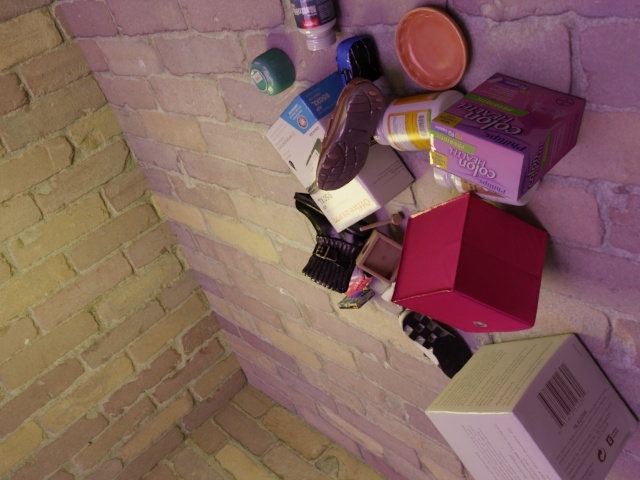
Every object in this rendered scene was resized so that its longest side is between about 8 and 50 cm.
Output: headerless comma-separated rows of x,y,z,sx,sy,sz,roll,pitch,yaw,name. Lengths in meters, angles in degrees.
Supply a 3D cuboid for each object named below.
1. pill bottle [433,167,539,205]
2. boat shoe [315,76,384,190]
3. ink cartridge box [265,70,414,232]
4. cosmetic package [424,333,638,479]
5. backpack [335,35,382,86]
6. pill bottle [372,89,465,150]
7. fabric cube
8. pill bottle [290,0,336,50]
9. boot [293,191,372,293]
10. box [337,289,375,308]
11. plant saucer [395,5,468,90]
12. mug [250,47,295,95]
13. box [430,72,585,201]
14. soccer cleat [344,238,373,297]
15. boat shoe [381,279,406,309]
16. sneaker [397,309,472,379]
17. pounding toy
0.392,-0.165,1.415,0.229,0.131,0.131,17,137,46,pill bottle
0.068,-0.277,1.555,0.324,0.123,0.116,-62,30,31,boat shoe
0.051,-0.252,1.775,0.395,0.166,0.285,53,152,-4,ink cartridge box
0.591,0.507,1.696,0.327,0.329,0.393,53,153,-4,cosmetic package
0.088,-0.469,1.544,0.101,0.098,0.120,27,144,44,backpack
0.243,-0.294,1.478,0.245,0.136,0.136,8,130,52,pill bottle
0.371,0.070,1.487,0.258,0.259,0.254,23,160,-23,fabric cube
-0.017,-0.597,1.538,0.108,0.108,0.180,21,140,43,pill bottle
-0.002,0.000,2.033,0.348,0.131,0.260,34,108,36,boot
0.136,0.228,2.283,0.027,0.094,0.137,58,152,-12,box
0.263,-0.448,1.377,0.200,0.037,0.200,35,148,26,plant saucer
-0.157,-0.510,1.852,0.129,0.097,0.158,35,147,28,mug
0.387,-0.225,1.238,0.213,0.243,0.117,31,146,34,box
0.144,0.123,2.127,0.116,0.108,0.318,49,151,32,soccer cleat
0.292,0.151,1.955,0.103,0.118,0.320,41,154,7,boat shoe
0.397,0.350,2.044,0.330,0.122,0.146,46,177,-8,sneaker
0.197,0.004,1.889,0.181,0.206,0.094,30,-172,-6,pounding toy
